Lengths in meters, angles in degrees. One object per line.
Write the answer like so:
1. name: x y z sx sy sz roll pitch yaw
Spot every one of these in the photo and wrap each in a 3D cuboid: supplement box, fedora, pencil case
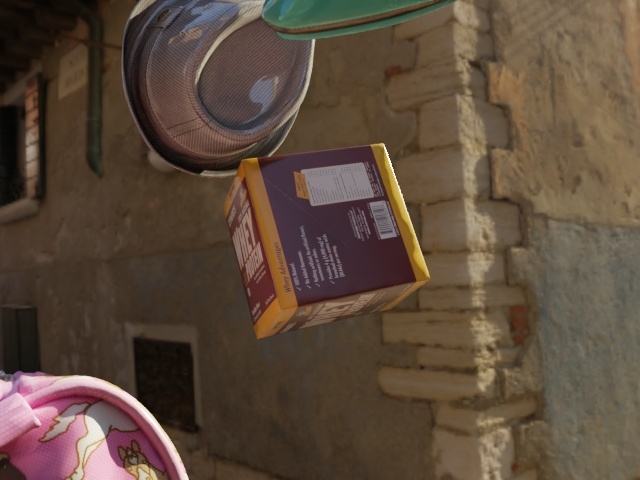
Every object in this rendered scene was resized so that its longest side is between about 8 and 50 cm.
1. supplement box: 0.000 0.000 0.850 0.194 0.191 0.129 -10 -18 -22
2. fedora: -0.094 -0.205 0.785 0.124 0.244 0.275 3 43 51
3. pencil case: -0.208 0.181 0.499 0.167 0.160 0.386 29 -20 -17

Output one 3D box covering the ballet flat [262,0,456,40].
1. ballet flat: 0.082 -0.178 0.362 0.247 0.083 0.087 -13 -47 -3
